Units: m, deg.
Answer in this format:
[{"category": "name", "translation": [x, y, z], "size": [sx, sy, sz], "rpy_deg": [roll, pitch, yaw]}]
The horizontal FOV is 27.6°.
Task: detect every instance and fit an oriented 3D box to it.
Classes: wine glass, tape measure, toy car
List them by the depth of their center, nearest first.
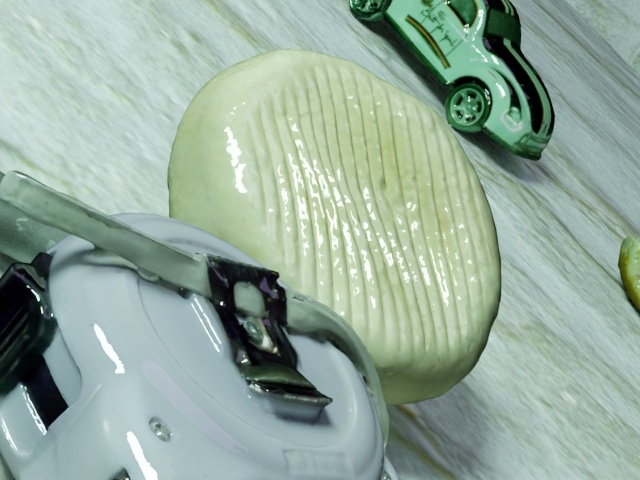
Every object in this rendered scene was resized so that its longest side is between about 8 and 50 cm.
[{"category": "tape measure", "translation": [-0.054, 0.063, 0.550], "size": [0.196, 0.105, 0.178], "rpy_deg": [7, 40, -54]}, {"category": "wine glass", "translation": [-0.157, -0.013, 0.609], "size": [0.083, 0.039, 0.042], "rpy_deg": [36, 20, -28]}, {"category": "toy car", "translation": [0.157, -0.222, 1.423], "size": [0.306, 0.125, 0.136], "rpy_deg": [51, 22, 24]}]

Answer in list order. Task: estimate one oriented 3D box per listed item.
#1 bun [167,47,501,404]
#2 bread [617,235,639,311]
[{"category": "bun", "translation": [0.000, 0.000, 0.752], "size": [0.222, 0.127, 0.222], "rpy_deg": [18, 61, -34]}, {"category": "bread", "translation": [0.352, 0.038, 1.317], "size": [0.110, 0.156, 0.103], "rpy_deg": [15, 5, 21]}]
